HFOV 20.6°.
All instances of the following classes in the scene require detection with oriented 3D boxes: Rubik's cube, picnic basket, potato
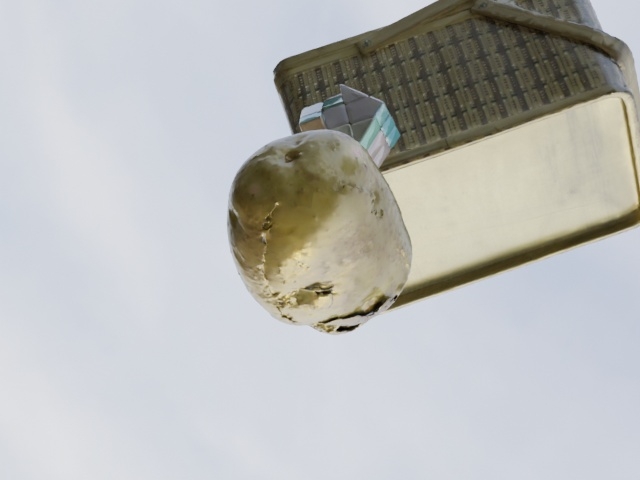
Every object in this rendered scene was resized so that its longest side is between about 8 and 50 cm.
[{"bbox_3d":[0.014,-0.088,1.472,0.073,0.084,0.075,29,-30,26],"label":"Rubik's cube"},{"bbox_3d":[0.136,-0.094,1.628,0.312,0.228,0.175,-19,-126,4],"label":"picnic basket"},{"bbox_3d":[0.000,0.000,1.063,0.080,0.107,0.170,48,-15,37],"label":"potato"}]
